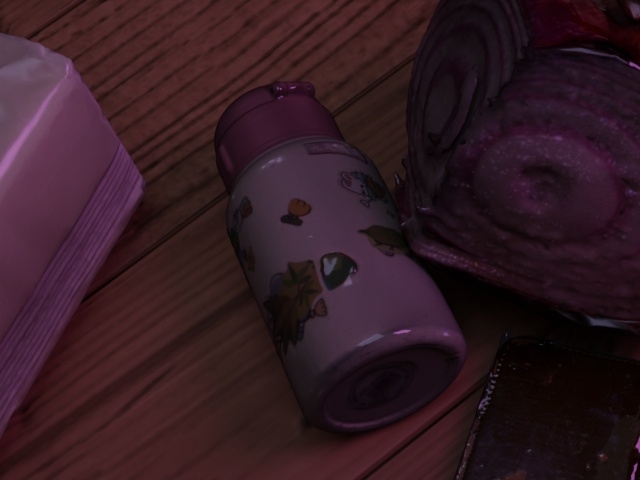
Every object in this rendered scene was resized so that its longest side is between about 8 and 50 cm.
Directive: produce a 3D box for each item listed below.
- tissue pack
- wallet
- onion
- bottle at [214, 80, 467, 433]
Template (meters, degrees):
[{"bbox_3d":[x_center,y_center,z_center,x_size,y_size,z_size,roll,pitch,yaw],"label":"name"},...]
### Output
[{"bbox_3d":[-0.343,0.030,0.967,0.297,0.207,0.380,15,64,21],"label":"tissue pack"},{"bbox_3d":[0.139,0.171,0.885,0.121,0.031,0.232,11,61,23],"label":"wallet"},{"bbox_3d":[0.185,-0.082,0.907,0.272,0.256,0.230,-35,19,32],"label":"onion"},{"bbox_3d":[0.000,0.000,0.965,0.120,0.120,0.253,-24,56,-2],"label":"bottle"}]
